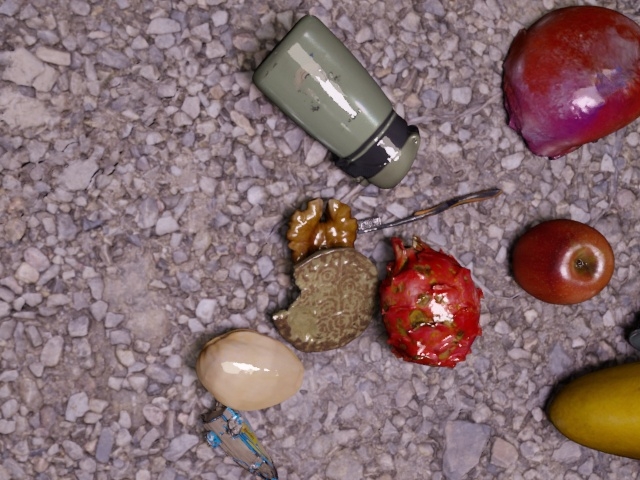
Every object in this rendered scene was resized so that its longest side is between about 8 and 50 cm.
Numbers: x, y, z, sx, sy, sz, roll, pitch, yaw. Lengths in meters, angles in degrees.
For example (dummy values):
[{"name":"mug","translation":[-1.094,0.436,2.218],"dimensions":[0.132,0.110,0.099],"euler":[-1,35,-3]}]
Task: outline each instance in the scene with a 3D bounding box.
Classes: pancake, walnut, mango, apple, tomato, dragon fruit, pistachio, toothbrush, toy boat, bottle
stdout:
[{"name":"pancake","translation":[0.018,0.118,1.273],"dimensions":[0.212,0.029,0.235],"euler":[21,107,-28]},{"name":"walnut","translation":[0.000,0.000,1.281],"dimensions":[0.143,0.069,0.170],"euler":[0,100,-13]},{"name":"mango","translation":[0.694,0.342,1.345],"dimensions":[0.445,0.301,0.220],"euler":[-1,74,12]},{"name":"apple","translation":[0.486,0.044,1.340],"dimensions":[0.181,0.168,0.180],"euler":[-1,95,-7]},{"name":"tomato","translation":[0.530,-0.337,1.337],"dimensions":[0.335,0.176,0.289],"euler":[-29,94,-9]},{"name":"dragon fruit","translation":[0.204,0.113,1.266],"dimensions":[0.210,0.205,0.268],"euler":[-19,86,-8]},{"name":"pistachio","translation":[-0.133,0.241,1.235],"dimensions":[0.201,0.117,0.145],"euler":[16,86,-16]},{"name":"toothbrush","translation":[0.226,-0.061,1.353],"dimensions":[0.321,0.023,0.031],"euler":[-13,97,-11]},{"name":"toy boat","translation":[-0.146,0.395,1.267],"dimensions":[0.084,0.066,0.210],"euler":[-29,109,23]},{"name":"bottle","translation":[0.045,-0.242,1.242],"dimensions":[0.347,0.168,0.168],"euler":[43,83,-15]}]

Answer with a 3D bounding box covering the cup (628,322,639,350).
[{"name":"cup","translation":[0.773,0.161,1.412],"dimensions":[0.199,0.199,0.150],"euler":[24,69,-12]}]
